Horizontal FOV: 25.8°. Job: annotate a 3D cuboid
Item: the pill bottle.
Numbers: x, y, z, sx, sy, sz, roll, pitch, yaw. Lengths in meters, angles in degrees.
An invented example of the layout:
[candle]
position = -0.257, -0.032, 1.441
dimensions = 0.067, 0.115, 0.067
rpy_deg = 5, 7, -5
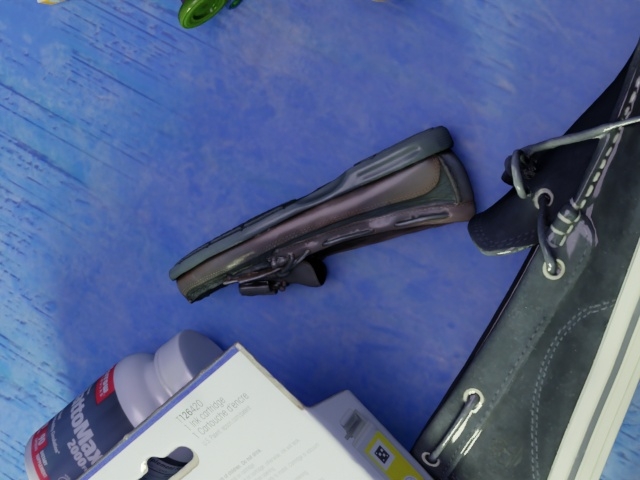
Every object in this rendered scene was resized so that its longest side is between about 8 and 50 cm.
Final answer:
[pill bottle]
position = -0.157, 0.160, 1.201
dimensions = 0.180, 0.108, 0.108
rpy_deg = -40, 80, 18

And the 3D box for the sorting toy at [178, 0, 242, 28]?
[sorting toy]
position = -0.086, -0.222, 1.175
dimensions = 0.102, 0.061, 0.042
rpy_deg = -37, 79, -4

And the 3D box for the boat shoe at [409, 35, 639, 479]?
[boat shoe]
position = 0.190, -0.014, 1.021
dimensions = 0.156, 0.187, 0.500
rpy_deg = 21, 106, 12

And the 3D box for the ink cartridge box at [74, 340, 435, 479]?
[ink cartridge box]
position = -0.035, 0.251, 1.113
dimensions = 0.307, 0.072, 0.303
rpy_deg = 48, 125, -1

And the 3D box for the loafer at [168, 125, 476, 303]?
[loafer]
position = 0.000, 0.000, 1.142
dimensions = 0.267, 0.096, 0.084
rpy_deg = -27, 90, 18

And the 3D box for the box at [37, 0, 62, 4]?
[box]
position = -0.210, -0.262, 1.237
dimensions = 0.136, 0.028, 0.081
rpy_deg = -12, 89, 23
